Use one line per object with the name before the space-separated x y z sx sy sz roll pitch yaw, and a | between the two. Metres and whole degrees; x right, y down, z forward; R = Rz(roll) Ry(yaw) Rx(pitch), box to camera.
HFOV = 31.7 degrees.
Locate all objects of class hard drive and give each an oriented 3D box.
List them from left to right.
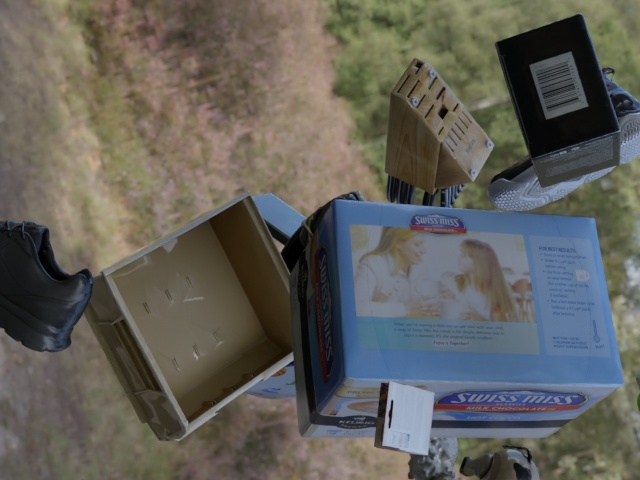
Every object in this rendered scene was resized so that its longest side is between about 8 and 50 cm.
hard drive | -0.063 -0.030 1.842 0.094 0.135 0.022 -16 135 -54

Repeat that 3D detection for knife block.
knife block | 0.154 -0.156 1.887 0.275 0.242 0.088 47 58 -24

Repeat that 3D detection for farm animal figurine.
farm animal figurine | 0.276 0.470 1.749 0.172 0.330 0.326 -25 -128 64

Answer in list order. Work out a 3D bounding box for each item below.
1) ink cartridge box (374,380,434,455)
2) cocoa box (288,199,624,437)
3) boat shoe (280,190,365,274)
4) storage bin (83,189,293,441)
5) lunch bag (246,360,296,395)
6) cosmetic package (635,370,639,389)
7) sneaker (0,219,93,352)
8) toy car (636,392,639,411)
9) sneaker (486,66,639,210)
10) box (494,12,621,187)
ink cartridge box | 0.073 0.168 1.070 0.115 0.029 0.063 27 68 -60
cocoa box | 0.156 0.105 1.393 0.228 0.347 0.231 120 -30 -61
boat shoe | 0.000 0.000 1.659 0.228 0.069 0.081 127 -46 -54
storage bin | -0.169 0.109 1.591 0.123 0.262 0.260 -16 -77 52
lunch bag | -0.094 0.176 2.068 0.328 0.385 0.239 18 56 -54
cosmetic package | 0.574 0.236 1.816 0.041 0.115 0.060 -45 119 -34
sneaker | -0.409 0.015 1.413 0.286 0.130 0.109 34 14 -5
toy car | 0.537 0.188 1.461 0.155 0.188 0.149 -38 94 -43
sneaker | 0.337 -0.152 1.619 0.153 0.269 0.101 62 -6 25
box | 0.294 -0.164 1.379 0.207 0.108 0.153 30 44 -73
